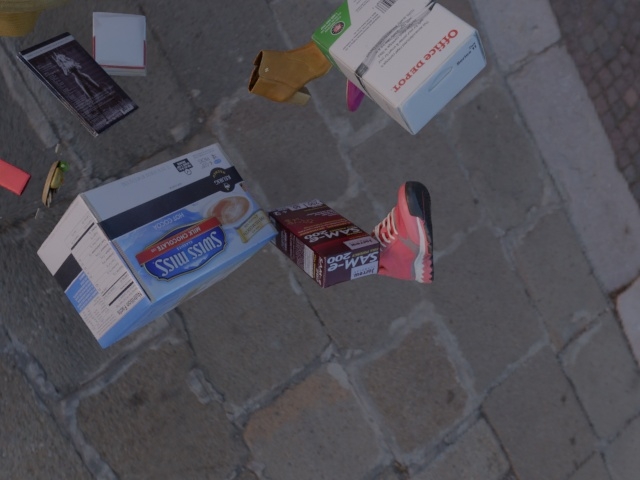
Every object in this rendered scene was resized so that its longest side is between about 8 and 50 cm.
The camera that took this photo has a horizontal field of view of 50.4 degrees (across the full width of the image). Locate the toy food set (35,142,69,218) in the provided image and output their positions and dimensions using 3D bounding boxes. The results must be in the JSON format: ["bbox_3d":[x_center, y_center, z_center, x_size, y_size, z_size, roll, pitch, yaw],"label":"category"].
[{"bbox_3d":[-0.666,-0.142,1.715,0.038,0.132,0.192,17,86,-15],"label":"toy food set"}]

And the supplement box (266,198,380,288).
[{"bbox_3d":[0.000,0.000,1.365,0.130,0.239,0.073,-15,121,-28],"label":"supplement box"}]

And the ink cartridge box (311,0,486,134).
[{"bbox_3d":[0.112,-0.276,0.984,0.153,0.208,0.087,-43,148,4],"label":"ink cartridge box"}]

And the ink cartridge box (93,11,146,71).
[{"bbox_3d":[-0.510,-0.498,1.742,0.127,0.176,0.128,0,95,-13],"label":"ink cartridge box"}]

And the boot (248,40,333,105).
[{"bbox_3d":[-0.080,-0.541,2.028,0.211,0.104,0.295,10,124,-36],"label":"boot"}]

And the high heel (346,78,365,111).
[{"bbox_3d":[0.131,-0.392,1.518,0.117,0.082,0.244,17,118,7],"label":"high heel"}]

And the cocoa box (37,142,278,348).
[{"bbox_3d":[-0.302,0.004,1.305,0.347,0.231,0.228,-32,86,-48],"label":"cocoa box"}]

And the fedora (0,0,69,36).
[{"bbox_3d":[-0.297,-0.237,0.589,0.194,0.079,0.194,12,49,-14],"label":"fedora"}]

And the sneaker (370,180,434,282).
[{"bbox_3d":[0.154,0.001,1.345,0.136,0.314,0.116,-3,58,8],"label":"sneaker"}]

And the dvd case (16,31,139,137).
[{"bbox_3d":[-0.509,-0.334,1.447,0.221,0.018,0.165,48,34,-12],"label":"dvd case"}]

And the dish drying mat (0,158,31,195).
[{"bbox_3d":[-0.432,-0.092,0.924,0.083,0.008,0.032,26,85,12],"label":"dish drying mat"}]
